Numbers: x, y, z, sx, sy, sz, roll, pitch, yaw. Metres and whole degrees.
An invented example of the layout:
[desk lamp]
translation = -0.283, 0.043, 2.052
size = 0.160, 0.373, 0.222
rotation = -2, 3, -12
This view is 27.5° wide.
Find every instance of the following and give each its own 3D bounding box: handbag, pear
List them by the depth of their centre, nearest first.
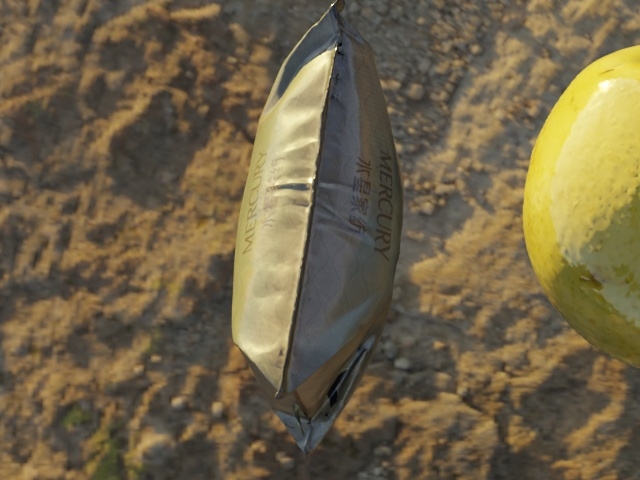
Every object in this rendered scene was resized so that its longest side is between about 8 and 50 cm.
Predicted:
[handbag]
translation = 0.000, 0.000, 0.877
size = 0.117, 0.182, 0.270
rotation = 4, 67, 9
[pear]
translation = 0.365, -0.029, 1.254
size = 0.348, 0.348, 0.348
rotation = -5, 79, 30
